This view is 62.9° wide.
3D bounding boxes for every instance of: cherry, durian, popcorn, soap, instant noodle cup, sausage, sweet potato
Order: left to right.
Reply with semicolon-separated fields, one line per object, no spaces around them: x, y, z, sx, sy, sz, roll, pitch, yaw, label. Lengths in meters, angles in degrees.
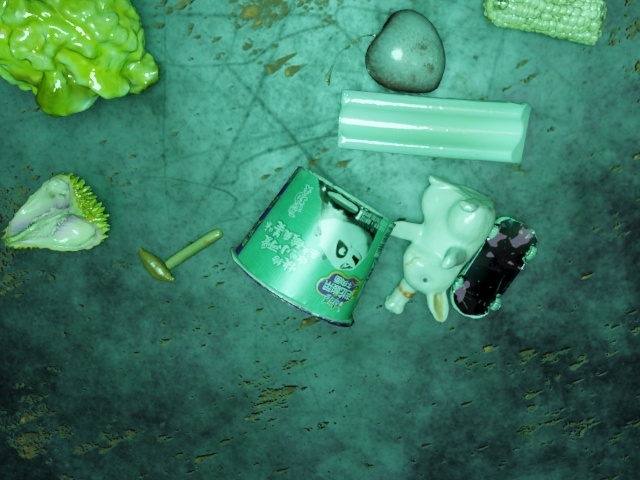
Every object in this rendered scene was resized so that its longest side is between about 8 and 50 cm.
-0.486;-0.045;0.970;0.165;0.132;0.182;41;116;4;durian
-0.397;-0.317;0.857;0.251;0.206;0.237;38;88;-24;popcorn
-0.328;0.051;1.034;0.095;0.034;0.034;44;104;2;sweet potato
-0.248;0.016;1.023;0.132;0.024;0.024;-32;101;12;sausage
0.000;0.000;0.899;0.251;0.251;0.190;31;97;-4;instant noodle cup
0.125;-0.280;0.856;0.148;0.115;0.188;45;70;-40;cherry
0.176;-0.189;0.859;0.290;0.173;0.095;5;106;2;soap

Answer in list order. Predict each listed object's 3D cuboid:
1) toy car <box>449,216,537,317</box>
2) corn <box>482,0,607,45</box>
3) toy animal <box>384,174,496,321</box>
0.318;0.052;0.975;0.095;0.056;0.204;28;109;-4;toy car
0.369;-0.371;0.842;0.211;0.087;0.087;14;106;1;corn
0.199;0.028;0.932;0.138;0.140;0.282;21;104;-44;toy animal
